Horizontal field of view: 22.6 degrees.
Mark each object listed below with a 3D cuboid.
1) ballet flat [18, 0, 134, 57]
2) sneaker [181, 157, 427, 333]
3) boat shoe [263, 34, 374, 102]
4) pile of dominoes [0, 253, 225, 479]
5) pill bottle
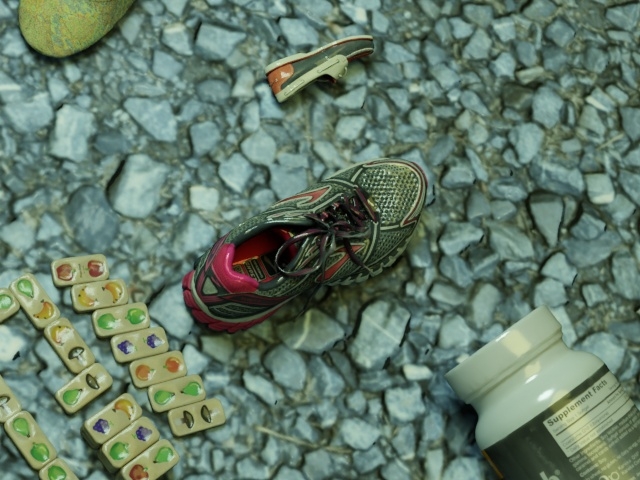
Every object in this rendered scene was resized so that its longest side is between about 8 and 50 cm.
[{"bbox_3d":[-0.212,-0.351,1.741,0.123,0.123,0.348,36,64,-3],"label":"ballet flat"},{"bbox_3d":[0.000,0.000,1.680,0.299,0.112,0.121,-32,83,-26],"label":"sneaker"},{"bbox_3d":[0.003,-0.194,1.790,0.137,0.049,0.043,-21,81,-22],"label":"boat shoe"},{"bbox_3d":[-0.231,0.133,1.592,0.196,0.040,0.251,-35,85,-26],"label":"pile of dominoes"},{"bbox_3d":[0.261,0.216,1.658,0.162,0.162,0.278,-33,82,-26],"label":"pill bottle"}]
